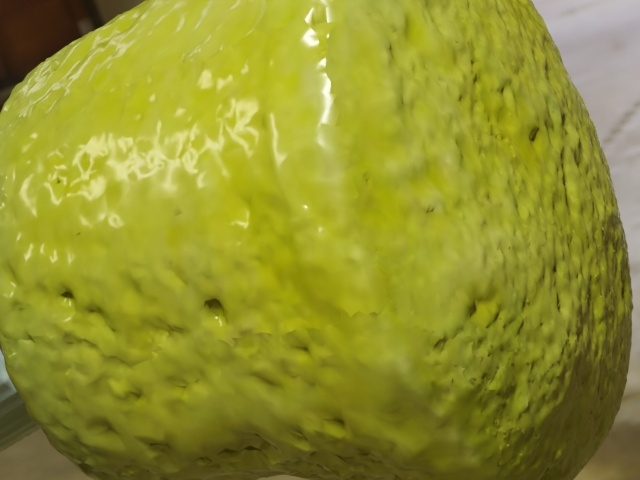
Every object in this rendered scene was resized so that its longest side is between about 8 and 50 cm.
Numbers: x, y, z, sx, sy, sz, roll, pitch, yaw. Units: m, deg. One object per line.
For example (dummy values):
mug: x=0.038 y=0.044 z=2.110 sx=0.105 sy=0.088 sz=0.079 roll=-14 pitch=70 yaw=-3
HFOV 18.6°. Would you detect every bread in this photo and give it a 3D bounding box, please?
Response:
bread: x=0.000 y=0.000 z=1.128 sx=0.308 sy=0.348 sz=0.348 roll=-18 pitch=11 yaw=33

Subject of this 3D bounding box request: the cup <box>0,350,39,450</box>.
cup: x=-0.398 y=0.150 z=2.122 sx=0.311 sy=0.331 sz=0.257 roll=-30 pitch=32 yaw=27
